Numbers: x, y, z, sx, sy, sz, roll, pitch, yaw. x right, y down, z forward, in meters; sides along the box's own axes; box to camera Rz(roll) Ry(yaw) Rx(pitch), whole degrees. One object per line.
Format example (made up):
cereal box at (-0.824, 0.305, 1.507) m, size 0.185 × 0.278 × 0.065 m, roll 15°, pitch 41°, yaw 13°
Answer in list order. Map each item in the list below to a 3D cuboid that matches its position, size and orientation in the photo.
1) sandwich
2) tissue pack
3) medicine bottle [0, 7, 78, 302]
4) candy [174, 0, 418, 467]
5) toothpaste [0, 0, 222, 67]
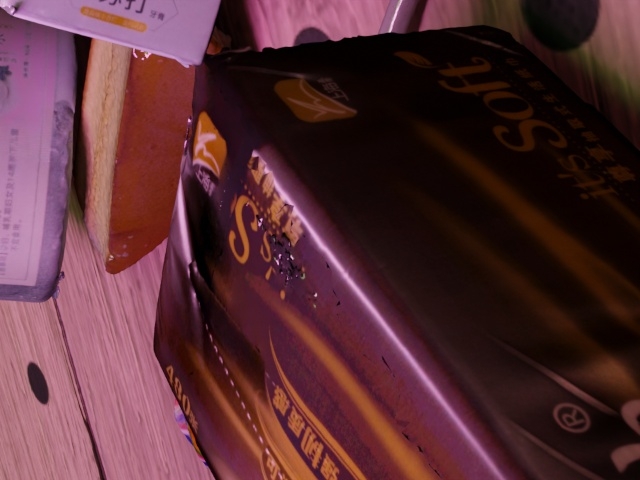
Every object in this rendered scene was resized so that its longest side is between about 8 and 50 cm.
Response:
sandwich at (-0.111, -0.095, 0.798) m, size 0.094 × 0.096 × 0.258 m, roll 55°, pitch 143°, yaw 30°
tissue pack at (0.089, 0.091, 0.487) m, size 0.370 × 0.198 × 0.210 m, roll 53°, pitch 140°, yaw 39°
medicine bottle at (-0.341, -0.078, 0.883) m, size 0.245 × 0.290 × 0.244 m, roll -177°, pitch 90°, yaw -74°
candy at (0.000, 0.000, 0.708) m, size 0.124 × 0.124 × 0.365 m, roll 43°, pitch 128°, yaw 33°
toothpaste at (-0.124, -0.139, 0.580) m, size 0.313 × 0.089 × 0.071 m, roll 38°, pitch 112°, yaw 65°
